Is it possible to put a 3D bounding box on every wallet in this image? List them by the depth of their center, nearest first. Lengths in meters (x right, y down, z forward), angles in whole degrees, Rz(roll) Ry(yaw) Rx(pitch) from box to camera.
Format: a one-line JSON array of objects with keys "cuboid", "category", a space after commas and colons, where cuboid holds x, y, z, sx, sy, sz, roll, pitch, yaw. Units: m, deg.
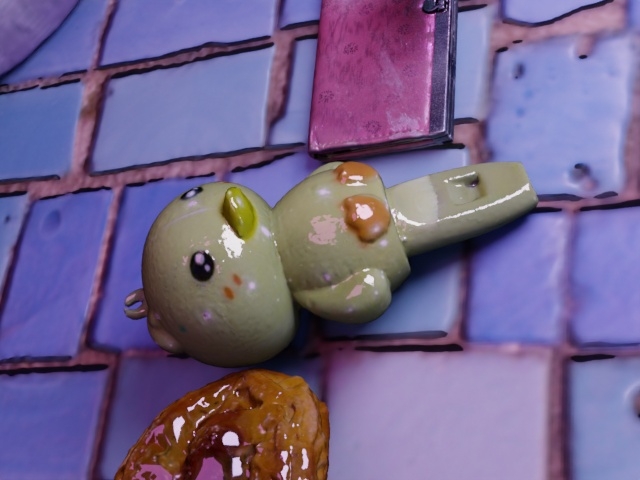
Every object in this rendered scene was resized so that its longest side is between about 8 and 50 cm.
[{"cuboid": [0.052, -0.175, 0.798, 0.119, 0.025, 0.232, -7, 63, 26], "category": "wallet"}]

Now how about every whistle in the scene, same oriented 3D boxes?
[{"cuboid": [-0.006, -0.005, 0.685, 0.294, 0.141, 0.141, -27, 57, 14], "category": "whistle"}]

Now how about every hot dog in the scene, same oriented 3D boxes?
[{"cuboid": [-0.060, 0.193, 0.646, 0.160, 0.099, 0.227, -15, 64, 23], "category": "hot dog"}]

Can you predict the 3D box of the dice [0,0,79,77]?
[{"cuboid": [-0.396, -0.327, 0.963, 0.271, 0.270, 0.270, -44, 55, 4], "category": "dice"}]
